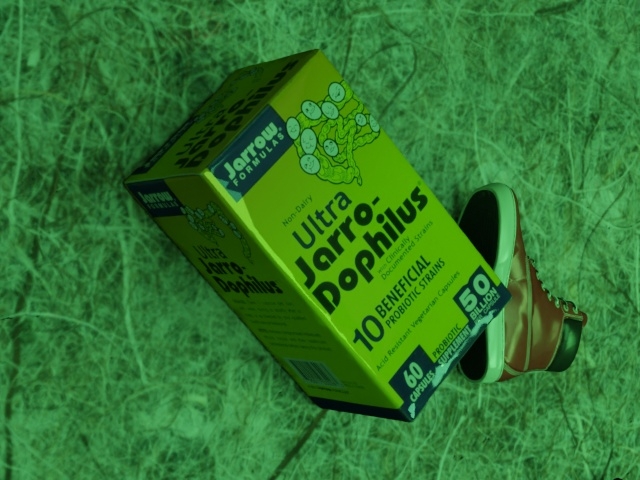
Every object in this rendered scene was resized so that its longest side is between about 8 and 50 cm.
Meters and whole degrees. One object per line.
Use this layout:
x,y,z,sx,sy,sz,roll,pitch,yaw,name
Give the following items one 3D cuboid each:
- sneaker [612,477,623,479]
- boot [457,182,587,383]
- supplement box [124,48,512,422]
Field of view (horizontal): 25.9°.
0.351,0.349,1.780,0.224,0.083,0.098,17,60,-34,sneaker
0.255,0.047,1.712,0.176,0.088,0.244,-5,100,-32,boot
0.000,0.000,1.491,0.194,0.195,0.356,-49,112,-23,supplement box
